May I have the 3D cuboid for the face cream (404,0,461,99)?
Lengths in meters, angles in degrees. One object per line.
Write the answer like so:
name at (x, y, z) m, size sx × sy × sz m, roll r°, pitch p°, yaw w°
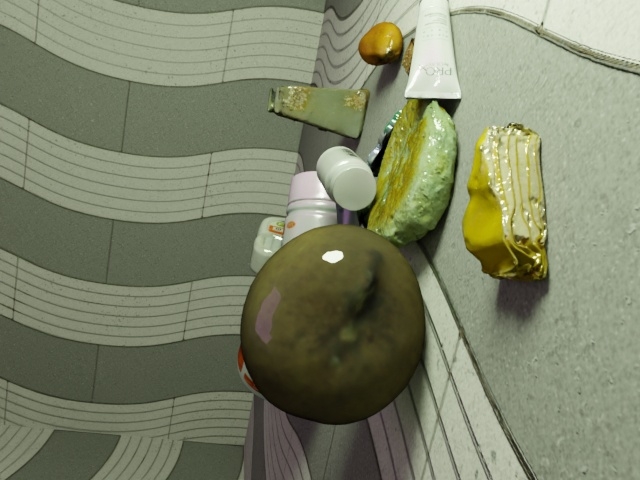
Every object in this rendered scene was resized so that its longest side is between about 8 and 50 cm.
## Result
face cream at (0.198, -0.338, 0.916) m, size 0.058 × 0.092 × 0.243 m, roll 76°, pitch -162°, yaw -59°

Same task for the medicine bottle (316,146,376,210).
medicine bottle at (0.053, -0.131, 1.091) m, size 0.186 × 0.103 × 0.102 m, roll -114°, pitch 35°, yaw -67°

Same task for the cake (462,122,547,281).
cake at (0.211, -0.042, 0.582) m, size 0.116 × 0.080 × 0.184 m, roll -114°, pitch 39°, yaw -76°

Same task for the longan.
longan at (0.021, 0.134, 0.849) m, size 0.319 × 0.319 × 0.318 m, roll -171°, pitch 90°, yaw -80°

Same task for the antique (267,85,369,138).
antique at (-0.012, -0.395, 1.534) m, size 0.125 × 0.285 × 0.150 m, roll -128°, pitch 47°, yaw -77°

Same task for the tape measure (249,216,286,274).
tape measure at (-0.087, 0.040, 1.677) m, size 0.265 × 0.259 × 0.130 m, roll -83°, pitch 6°, yaw -57°

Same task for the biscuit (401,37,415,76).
biscuit at (0.199, -0.346, 1.030) m, size 0.199 × 0.035 × 0.064 m, roll -94°, pitch 17°, yaw -55°

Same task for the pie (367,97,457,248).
pie at (0.162, -0.122, 0.954) m, size 0.323 × 0.071 × 0.322 m, roll -166°, pitch 90°, yaw -80°

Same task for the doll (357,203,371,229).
doll at (0.109, -0.044, 1.174) m, size 0.115 × 0.078 × 0.150 m, roll 96°, pitch 166°, yaw -61°

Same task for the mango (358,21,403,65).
mango at (0.157, -0.474, 1.262) m, size 0.105 × 0.084 × 0.159 m, roll -63°, pitch 34°, yaw 10°

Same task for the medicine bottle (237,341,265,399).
medicine bottle at (-0.097, 0.295, 1.463) m, size 0.252 × 0.253 × 0.240 m, roll -91°, pitch 14°, yaw -45°

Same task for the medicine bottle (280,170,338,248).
medicine bottle at (0.000, 0.000, 1.348) m, size 0.202 × 0.202 × 0.315 m, roll 137°, pitch 142°, yaw -74°

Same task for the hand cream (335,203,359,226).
hand cream at (0.070, 0.027, 1.164) m, size 0.079 × 0.048 × 0.254 m, roll -13°, pitch 84°, yaw 58°

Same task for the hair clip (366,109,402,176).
hair clip at (0.146, -0.201, 1.132) m, size 0.124 × 0.052 × 0.195 m, roll -57°, pitch -9°, yaw -33°
